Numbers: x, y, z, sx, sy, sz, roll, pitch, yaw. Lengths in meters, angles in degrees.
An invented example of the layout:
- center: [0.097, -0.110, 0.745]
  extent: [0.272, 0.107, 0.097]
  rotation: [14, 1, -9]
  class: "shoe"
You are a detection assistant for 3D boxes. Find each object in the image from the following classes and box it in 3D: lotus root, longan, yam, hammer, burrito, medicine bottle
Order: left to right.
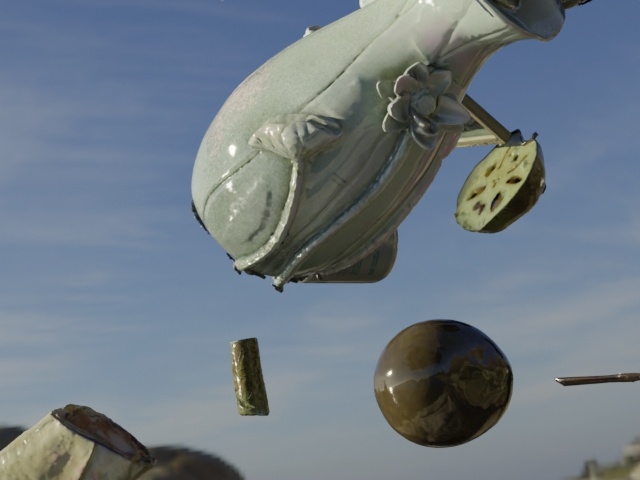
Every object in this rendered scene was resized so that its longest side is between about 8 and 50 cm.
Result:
- center: [-0.378, 0.332, 1.918]
  extent: [0.299, 0.143, 0.105]
  rotation: [-37, -9, 9]
  class: "burrito"
- center: [-0.118, 0.224, 2.291]
  extent: [0.054, 0.132, 0.054]
  rotation: [-8, 3, 0]
  class: "yam"
- center: [0.000, 0.000, 2.180]
  extent: [0.215, 0.135, 0.135]
  rotation: [1, -13, -24]
  class: "medicine bottle"
- center: [0.159, 0.185, 1.816]
  extent: [0.187, 0.167, 0.167]
  rotation: [3, -13, -13]
  class: "longan"
- center: [0.314, -0.084, 2.325]
  extent: [0.078, 0.183, 0.203]
  rotation: [31, -52, -20]
  class: "lotus root"
- center: [0.473, 0.234, 2.333]
  extent: [0.178, 0.021, 0.065]
  rotation: [-8, -54, 33]
  class: "hammer"

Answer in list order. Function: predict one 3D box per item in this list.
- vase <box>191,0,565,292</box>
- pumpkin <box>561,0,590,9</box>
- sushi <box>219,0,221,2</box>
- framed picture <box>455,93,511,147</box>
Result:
- center: [0.053, -0.155, 1.512]
  extent: [0.250, 0.250, 0.445]
  rotation: [4, -39, -46]
  class: "vase"
- center: [0.347, -0.493, 2.283]
  extent: [0.291, 0.258, 0.327]
  rotation: [-11, -5, 7]
  class: "pumpkin"
- center: [-0.057, -0.403, 2.053]
  extent: [0.139, 0.031, 0.201]
  rotation: [-48, 16, -24]
  class: "sushi"
- center: [0.151, -0.237, 2.416]
  extent: [0.247, 0.022, 0.335]
  rotation: [38, -16, -21]
  class: "framed picture"
